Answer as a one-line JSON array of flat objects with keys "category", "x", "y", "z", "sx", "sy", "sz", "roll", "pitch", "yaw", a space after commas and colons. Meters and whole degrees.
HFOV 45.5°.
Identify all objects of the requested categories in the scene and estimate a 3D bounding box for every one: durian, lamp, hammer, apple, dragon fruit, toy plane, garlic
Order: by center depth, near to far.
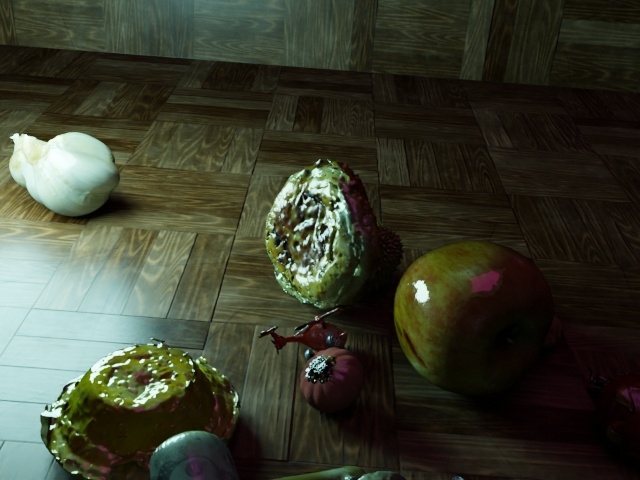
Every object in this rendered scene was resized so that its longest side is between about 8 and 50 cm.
[{"category": "hammer", "x": -0.062, "y": 0.339, "z": 1.001, "sx": 0.306, "sy": 0.113, "sz": 0.202, "roll": 2, "pitch": 44, "yaw": -28}, {"category": "dragon fruit", "x": 0.487, "y": 0.264, "z": 1.210, "sx": 0.125, "sy": 0.125, "sz": 0.246, "roll": -11, "pitch": 14, "yaw": -1}, {"category": "lamp", "x": 0.019, "y": 0.223, "z": 1.220, "sx": 0.107, "sy": 0.092, "sz": 0.107, "roll": -21, "pitch": 40, "yaw": 19}, {"category": "apple", "x": 0.245, "y": 0.120, "z": 1.271, "sx": 0.264, "sy": 0.264, "sz": 0.264, "roll": 3, "pitch": 29, "yaw": -2}, {"category": "toy plane", "x": -0.012, "y": 0.161, "z": 1.295, "sx": 0.126, "sy": 0.194, "sz": 0.077, "roll": -28, "pitch": 71, "yaw": 13}, {"category": "durian", "x": 0.067, "y": 0.032, "z": 1.513, "sx": 0.198, "sy": 0.146, "sz": 0.159, "roll": -7, "pitch": -4, "yaw": 34}, {"category": "garlic", "x": -0.569, "y": -0.146, "z": 1.732, "sx": 0.281, "sy": 0.184, "sz": 0.203, "roll": 1, "pitch": -4, "yaw": 36}]

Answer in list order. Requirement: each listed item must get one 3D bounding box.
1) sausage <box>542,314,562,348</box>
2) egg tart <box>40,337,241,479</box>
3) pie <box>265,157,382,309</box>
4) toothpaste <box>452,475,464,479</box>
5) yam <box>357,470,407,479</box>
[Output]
[{"category": "sausage", "x": 0.325, "y": 0.118, "z": 1.456, "sx": 0.086, "sy": 0.086, "sz": 0.289, "roll": -21, "pitch": 39, "yaw": -37}, {"category": "egg tart", "x": -0.262, "y": 0.240, "z": 1.130, "sx": 0.295, "sy": 0.116, "sz": 0.294, "roll": 4, "pitch": 31, "yaw": -3}, {"category": "pie", "x": 0.001, "y": 0.000, "z": 1.403, "sx": 0.085, "sy": 0.308, "sz": 0.308, "roll": -1, "pitch": 26, "yaw": -38}, {"category": "toothpaste", "x": 0.242, "y": 0.421, "z": 0.925, "sx": 0.089, "sy": 0.071, "sz": 0.313, "roll": -12, "pitch": 32, "yaw": -34}, {"category": "yam", "x": 0.089, "y": 0.386, "z": 0.923, "sx": 0.107, "sy": 0.107, "sz": 0.194, "roll": -3, "pitch": 31, "yaw": -12}]
